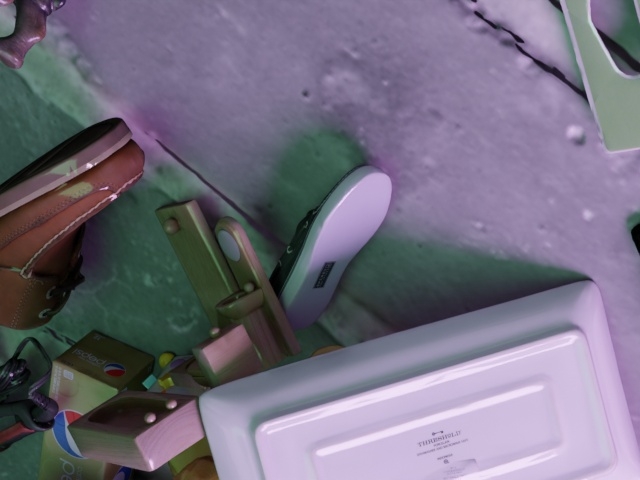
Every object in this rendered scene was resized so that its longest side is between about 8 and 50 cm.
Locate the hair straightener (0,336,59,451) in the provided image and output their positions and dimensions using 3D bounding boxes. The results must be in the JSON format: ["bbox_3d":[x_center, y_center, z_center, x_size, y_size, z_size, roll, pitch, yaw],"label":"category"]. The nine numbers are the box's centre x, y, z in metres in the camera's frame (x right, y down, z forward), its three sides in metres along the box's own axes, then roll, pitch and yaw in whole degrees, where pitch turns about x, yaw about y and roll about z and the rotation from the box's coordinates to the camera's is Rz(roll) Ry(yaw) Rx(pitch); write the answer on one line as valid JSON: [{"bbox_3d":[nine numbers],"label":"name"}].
[{"bbox_3d":[-0.274,0.131,0.953,0.230,0.047,0.089,-30,75,51],"label":"hair straightener"}]

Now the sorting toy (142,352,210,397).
[{"bbox_3d":[-0.112,0.120,0.889,0.083,0.075,0.044,-8,108,26],"label":"sorting toy"}]

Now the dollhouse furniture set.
[{"bbox_3d":[-0.110,0.057,0.787,0.144,0.151,0.123,-8,110,57],"label":"dollhouse furniture set"}]

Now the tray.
[{"bbox_3d":[0.071,0.128,0.731,0.270,0.030,0.145,-15,94,-9],"label":"tray"}]

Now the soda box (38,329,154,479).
[{"bbox_3d":[-0.188,0.169,0.956,0.061,0.058,0.181,22,118,14],"label":"soda box"}]

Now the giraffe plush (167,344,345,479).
[{"bbox_3d":[0.006,0.164,0.814,0.181,0.210,0.170,32,100,-27],"label":"giraffe plush"}]

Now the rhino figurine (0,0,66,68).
[{"bbox_3d":[-0.269,-0.229,0.801,0.243,0.106,0.073,36,164,7],"label":"rhino figurine"}]

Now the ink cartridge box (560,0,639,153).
[{"bbox_3d":[0.246,-0.145,0.626,0.235,0.056,0.171,-5,110,45],"label":"ink cartridge box"}]

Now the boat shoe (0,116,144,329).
[{"bbox_3d":[-0.221,0.007,0.881,0.307,0.111,0.104,-25,104,41],"label":"boat shoe"}]

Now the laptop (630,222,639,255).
[{"bbox_3d":[0.360,0.058,0.686,0.234,0.137,0.264,-33,70,31],"label":"laptop"}]

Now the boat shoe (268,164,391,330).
[{"bbox_3d":[0.000,0.000,0.805,0.040,0.049,0.142,54,127,37],"label":"boat shoe"}]
